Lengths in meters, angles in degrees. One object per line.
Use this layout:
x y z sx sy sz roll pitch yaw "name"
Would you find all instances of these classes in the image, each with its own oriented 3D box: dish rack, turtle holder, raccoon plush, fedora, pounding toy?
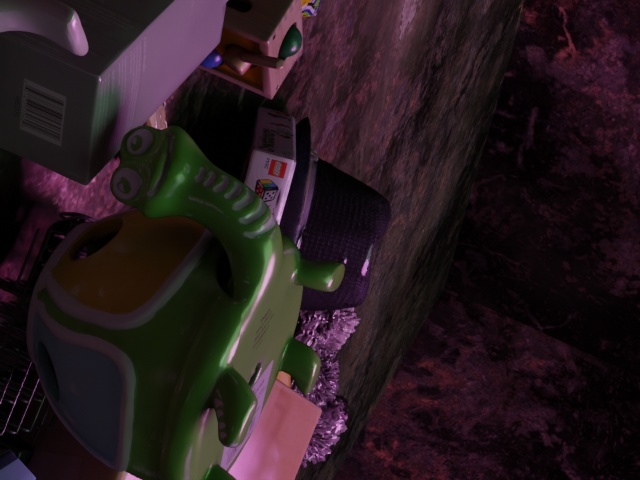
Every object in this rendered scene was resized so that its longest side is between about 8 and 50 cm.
-0.281 0.096 1.451 0.208 0.074 0.271 26 87 -79 "dish rack"
-0.131 0.075 1.338 0.243 0.227 0.320 -63 167 -18 "turtle holder"
-0.083 0.191 2.218 0.446 0.216 0.299 -51 154 -50 "raccoon plush"
0.000 0.000 2.053 0.334 0.153 0.334 -165 -90 -84 "fedora"
-0.076 -0.203 1.558 0.100 0.141 0.130 -60 167 -22 "pounding toy"

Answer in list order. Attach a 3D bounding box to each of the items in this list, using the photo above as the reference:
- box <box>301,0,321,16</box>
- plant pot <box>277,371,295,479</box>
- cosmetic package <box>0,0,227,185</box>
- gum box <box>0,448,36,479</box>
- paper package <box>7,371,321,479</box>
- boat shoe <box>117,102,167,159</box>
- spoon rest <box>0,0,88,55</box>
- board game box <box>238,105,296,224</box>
-0.045 -0.280 1.737 0.054 0.059 0.169 -67 168 15 "box"
-0.141 0.255 2.009 0.254 0.254 0.239 86 14 -66 "plant pot"
-0.170 -0.171 1.318 0.238 0.107 0.127 -57 167 -45 "cosmetic package"
-0.350 0.283 1.400 0.157 0.041 0.184 -31 162 -51 "gum box"
-0.185 0.263 1.646 0.309 0.168 0.324 39 68 -52 "paper package"
-0.171 -0.118 1.532 0.048 0.056 0.153 -52 156 -32 "boat shoe"
-0.287 -0.075 1.102 0.276 0.084 0.137 -47 162 -18 "spoon rest"
-0.077 -0.038 1.842 0.305 0.053 0.193 -95 -160 -77 "board game box"
